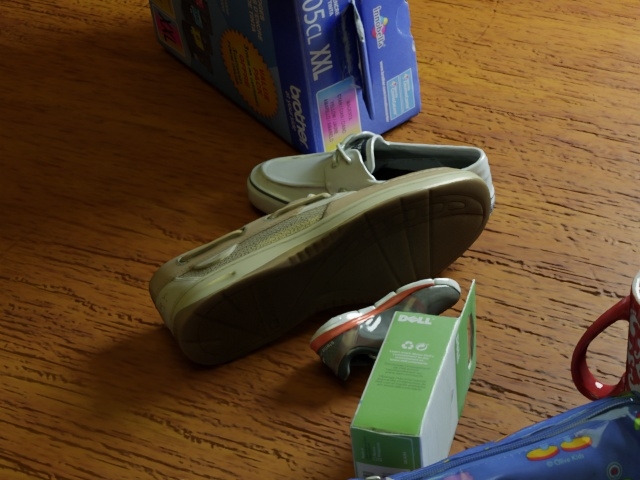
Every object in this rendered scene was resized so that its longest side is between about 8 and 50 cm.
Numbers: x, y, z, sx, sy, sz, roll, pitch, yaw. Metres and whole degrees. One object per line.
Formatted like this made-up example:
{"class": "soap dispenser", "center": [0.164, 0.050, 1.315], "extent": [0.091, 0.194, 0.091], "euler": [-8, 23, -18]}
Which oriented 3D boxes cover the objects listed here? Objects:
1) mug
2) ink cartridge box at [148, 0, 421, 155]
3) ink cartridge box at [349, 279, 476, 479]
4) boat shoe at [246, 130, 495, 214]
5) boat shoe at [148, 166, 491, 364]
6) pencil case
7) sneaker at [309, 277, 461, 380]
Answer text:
{"class": "mug", "center": [0.292, 0.106, 1.680], "extent": [0.150, 0.169, 0.113], "euler": [-5, 39, 3]}
{"class": "ink cartridge box", "center": [-0.036, -0.267, 2.126], "extent": [0.151, 0.270, 0.395], "euler": [-30, 43, -24]}
{"class": "ink cartridge box", "center": [0.085, 0.135, 1.726], "extent": [0.062, 0.109, 0.209], "euler": [6, 40, 15]}
{"class": "boat shoe", "center": [0.049, -0.071, 2.013], "extent": [0.258, 0.084, 0.095], "euler": [1, 39, 10]}
{"class": "boat shoe", "center": [0.000, 0.000, 1.901], "extent": [0.341, 0.122, 0.110], "euler": [-21, 41, -16]}
{"class": "pencil case", "center": [0.149, 0.212, 1.599], "extent": [0.306, 0.133, 0.119], "euler": [-16, 35, -12]}
{"class": "sneaker", "center": [0.069, 0.089, 1.846], "extent": [0.158, 0.061, 0.065], "euler": [-23, 68, -18]}
